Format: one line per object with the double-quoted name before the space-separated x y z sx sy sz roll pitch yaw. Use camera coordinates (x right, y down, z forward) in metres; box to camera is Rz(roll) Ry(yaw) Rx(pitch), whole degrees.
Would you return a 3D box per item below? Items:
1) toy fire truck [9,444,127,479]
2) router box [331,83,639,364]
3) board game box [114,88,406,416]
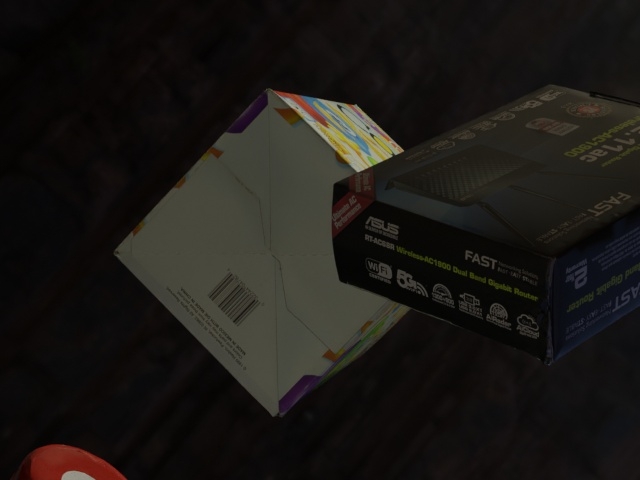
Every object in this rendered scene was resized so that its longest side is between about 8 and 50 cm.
"toy fire truck" -0.271 0.230 0.999 0.169 0.302 0.254 -54 -172 19
"router box" 0.077 -0.011 0.497 0.092 0.038 0.122 21 -144 41
"board game box" 0.000 0.000 0.995 0.142 0.144 0.275 -46 174 10
